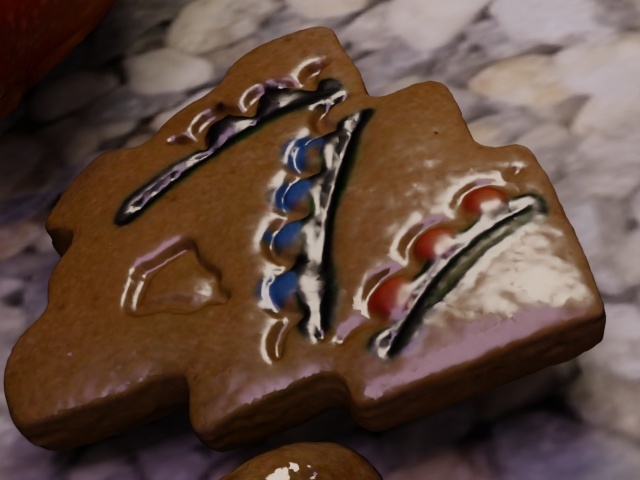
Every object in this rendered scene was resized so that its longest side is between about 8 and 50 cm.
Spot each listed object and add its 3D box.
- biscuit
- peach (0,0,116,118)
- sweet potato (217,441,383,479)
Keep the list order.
[{"bbox_3d":[0.000,-0.001,0.913,0.302,0.043,0.278,9,51,30],"label":"biscuit"},{"bbox_3d":[-0.239,-0.220,1.013,0.373,0.290,0.372,7,73,-22],"label":"peach"},{"bbox_3d":[-0.118,0.187,0.799,0.341,0.092,0.114,-25,27,-6],"label":"sweet potato"}]
